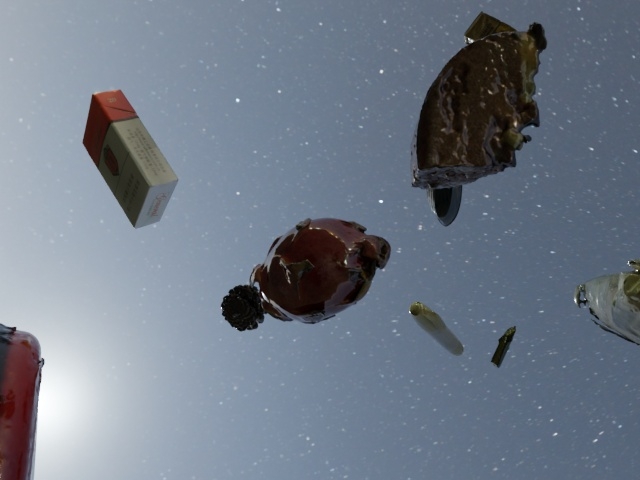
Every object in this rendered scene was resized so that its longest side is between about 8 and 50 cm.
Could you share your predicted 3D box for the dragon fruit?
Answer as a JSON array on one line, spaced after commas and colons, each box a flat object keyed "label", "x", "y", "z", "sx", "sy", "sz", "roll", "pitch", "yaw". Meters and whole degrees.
[{"label": "dragon fruit", "x": -0.007, "y": 0.064, "z": 1.159, "sx": 0.315, "sy": 0.250, "sz": 0.250, "roll": -10, "pitch": -101, "yaw": 49}]

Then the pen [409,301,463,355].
[{"label": "pen", "x": 0.199, "y": 0.150, "z": 0.862, "sx": 0.040, "sy": 0.233, "sz": 0.032, "roll": 11, "pitch": -109, "yaw": 37}]

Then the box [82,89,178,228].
[{"label": "box", "x": -0.251, "y": -0.104, "z": 0.687, "sx": 0.152, "sy": 0.048, "sz": 0.100, "roll": 57, "pitch": -44, "yaw": 13}]

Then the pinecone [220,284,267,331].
[{"label": "pinecone", "x": -0.214, "y": 0.190, "z": 1.523, "sx": 0.140, "sy": 0.120, "sz": 0.140, "roll": 6, "pitch": -64, "yaw": 13}]

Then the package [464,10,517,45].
[{"label": "package", "x": 0.397, "y": -0.455, "z": 1.193, "sx": 0.131, "sy": 0.047, "sz": 0.071, "roll": 35, "pitch": -89, "yaw": 19}]

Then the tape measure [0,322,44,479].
[{"label": "tape measure", "x": -0.251, "y": 0.181, "z": 0.345, "sx": 0.260, "sy": 0.114, "sz": 0.253, "roll": -24, "pitch": -117, "yaw": 57}]

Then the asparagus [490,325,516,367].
[{"label": "asparagus", "x": 0.379, "y": 0.221, "z": 1.094, "sx": 0.025, "sy": 0.021, "sz": 0.108, "roll": 39, "pitch": -57, "yaw": 41}]

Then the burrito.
[{"label": "burrito", "x": 0.456, "y": 0.093, "z": 0.700, "sx": 0.175, "sy": 0.348, "sz": 0.107, "roll": 26, "pitch": -91, "yaw": 18}]

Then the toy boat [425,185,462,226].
[{"label": "toy boat", "x": 0.311, "y": -0.156, "z": 1.308, "sx": 0.093, "sy": 0.103, "sz": 0.245, "roll": 5, "pitch": -81, "yaw": 49}]

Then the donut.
[{"label": "donut", "x": 0.177, "y": -0.154, "z": 0.633, "sx": 0.126, "sy": 0.144, "sz": 0.186, "roll": 120, "pitch": -26, "yaw": -78}]

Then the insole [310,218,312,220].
[{"label": "insole", "x": 0.000, "y": 0.000, "z": 1.617, "sx": 0.064, "sy": 0.188, "sz": 0.004, "roll": -50, "pitch": -138, "yaw": -10}]
